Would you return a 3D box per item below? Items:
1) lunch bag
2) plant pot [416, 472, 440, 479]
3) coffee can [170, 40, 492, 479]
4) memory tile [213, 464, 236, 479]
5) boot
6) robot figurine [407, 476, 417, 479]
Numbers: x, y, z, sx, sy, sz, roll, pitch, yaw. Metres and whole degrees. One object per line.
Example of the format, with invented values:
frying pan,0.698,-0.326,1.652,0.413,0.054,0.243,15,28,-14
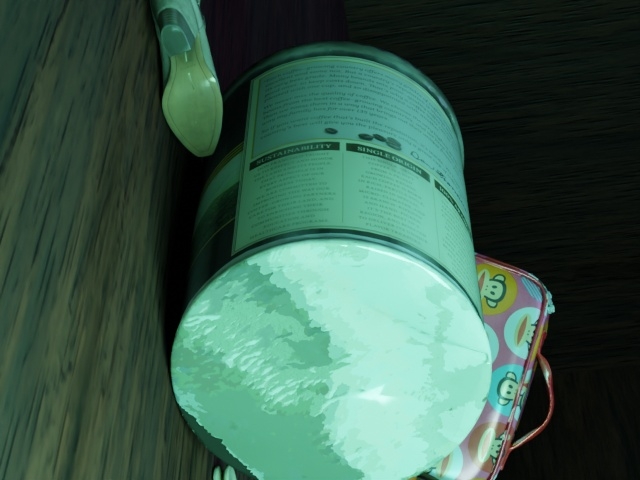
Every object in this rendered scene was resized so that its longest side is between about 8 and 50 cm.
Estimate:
lunch bag,0.159,0.156,1.774,0.120,0.258,0.293,48,62,-79
plant pot,0.067,0.312,1.524,0.165,0.167,0.166,46,36,-70
coffee can,0.008,0.010,1.023,0.275,0.202,0.201,-89,170,-57
memory tile,-0.059,0.238,1.007,0.148,0.012,0.113,-91,171,-48
boot,-0.091,-0.129,1.026,0.087,0.042,0.118,-95,176,-57
robot figurine,0.036,0.270,1.363,0.128,0.158,0.219,-157,-123,-71
